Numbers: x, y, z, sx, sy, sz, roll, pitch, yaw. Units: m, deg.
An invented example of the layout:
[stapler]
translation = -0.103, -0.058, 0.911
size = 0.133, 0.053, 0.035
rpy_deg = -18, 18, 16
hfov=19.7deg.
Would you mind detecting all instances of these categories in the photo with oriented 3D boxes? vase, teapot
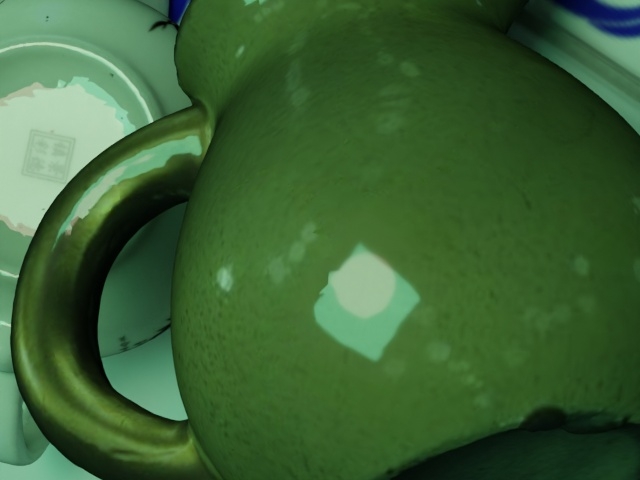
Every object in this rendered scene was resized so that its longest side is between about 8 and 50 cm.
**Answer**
[vase]
translation = 0.000, 0.000, 0.862
size = 0.329, 0.241, 0.302
rpy_deg = -22, 62, 12
[teapot]
translation = -0.150, -0.020, 1.044
size = 0.208, 0.166, 0.300
rpy_deg = 14, 97, -6
